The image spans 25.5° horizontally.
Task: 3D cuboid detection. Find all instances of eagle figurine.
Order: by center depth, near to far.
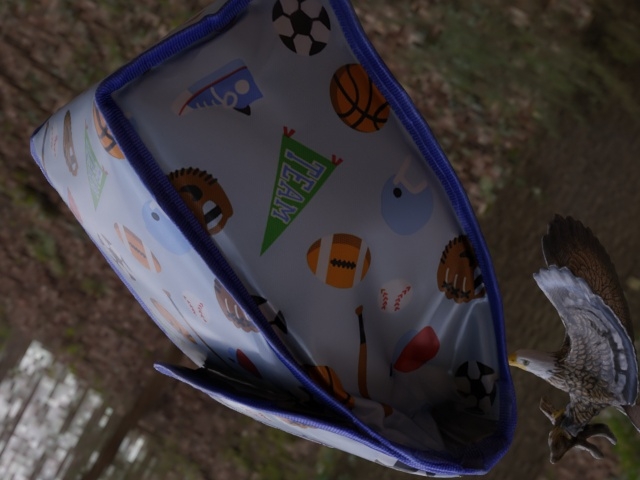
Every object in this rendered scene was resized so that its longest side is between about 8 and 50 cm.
[{"bbox_3d":[0.353,0.143,1.888,0.225,0.298,0.226,-7,-155,-38],"label":"eagle figurine"}]

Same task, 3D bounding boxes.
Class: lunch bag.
[{"bbox_3d":[-0.033,0.014,1.105,0.385,0.239,0.328,55,164,-11],"label":"lunch bag"}]
